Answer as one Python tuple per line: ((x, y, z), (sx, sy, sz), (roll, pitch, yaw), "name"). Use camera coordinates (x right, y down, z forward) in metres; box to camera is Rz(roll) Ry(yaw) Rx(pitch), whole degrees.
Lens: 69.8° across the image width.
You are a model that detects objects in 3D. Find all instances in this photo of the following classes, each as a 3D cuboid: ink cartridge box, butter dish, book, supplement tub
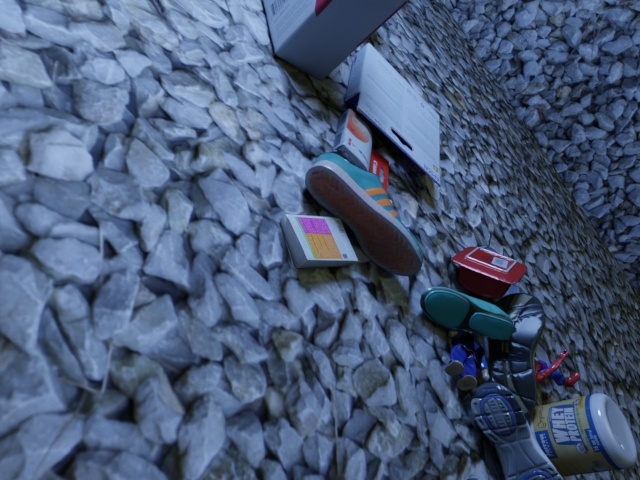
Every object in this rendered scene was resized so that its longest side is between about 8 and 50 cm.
((0.005, -0.627, 1.065), (0.160, 0.279, 0.384), (12, 56, -44), "ink cartridge box")
((0.205, -0.334, 1.255), (0.324, 0.071, 0.330), (36, 45, -26), "ink cartridge box")
((0.411, 0.097, 1.147), (0.160, 0.118, 0.160), (22, 24, 29), "butter dish")
((0.111, -0.205, 1.079), (0.179, 0.045, 0.145), (34, 44, -24), "ink cartridge box")
((0.000, 0.000, 0.823), (0.144, 0.035, 0.096), (2, 60, -47), "book")
((0.531, 0.416, 0.972), (0.144, 0.200, 0.144), (28, 45, -33), "supplement tub")

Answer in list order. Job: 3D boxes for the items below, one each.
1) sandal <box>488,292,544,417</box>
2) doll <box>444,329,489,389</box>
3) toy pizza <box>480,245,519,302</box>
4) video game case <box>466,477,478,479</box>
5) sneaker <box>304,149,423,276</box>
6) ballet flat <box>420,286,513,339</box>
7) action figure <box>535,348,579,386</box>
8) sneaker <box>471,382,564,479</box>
((0.446, 0.261, 1.067), (0.086, 0.120, 0.302), (57, 45, -54), "sandal")
((0.320, 0.248, 0.986), (0.129, 0.046, 0.189), (49, 31, 5), "doll")
((0.490, 0.110, 1.282), (0.201, 0.032, 0.201), (26, 48, -33), "toy pizza")
((0.322, 0.578, 0.774), (0.274, 0.026, 0.196), (50, 38, -11), "video game case")
((0.107, -0.063, 0.921), (0.302, 0.108, 0.121), (46, 43, -12), "sneaker")
((0.309, 0.153, 1.012), (0.247, 0.083, 0.087), (22, 13, -18), "ballet flat")
((0.585, 0.298, 1.172), (0.280, 0.139, 0.091), (15, 13, -39), "action figure")
((0.396, 0.422, 0.894), (0.129, 0.111, 0.297), (29, 42, -63), "sneaker")
